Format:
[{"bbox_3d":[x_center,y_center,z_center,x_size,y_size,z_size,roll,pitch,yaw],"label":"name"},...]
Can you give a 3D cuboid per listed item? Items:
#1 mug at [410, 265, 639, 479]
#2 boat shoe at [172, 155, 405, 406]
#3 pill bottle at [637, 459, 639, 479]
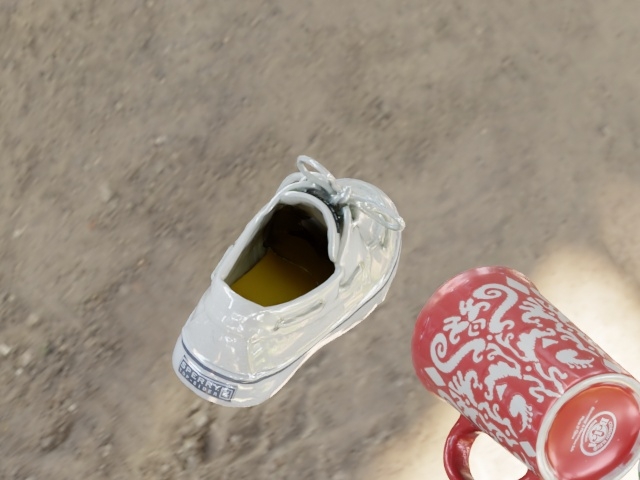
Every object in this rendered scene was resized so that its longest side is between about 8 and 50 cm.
[{"bbox_3d":[0.152,0.116,1.190,0.113,0.169,0.150,-16,115,-18],"label":"mug"},{"bbox_3d":[-0.008,-0.004,1.514,0.136,0.156,0.367,31,34,13],"label":"boat shoe"},{"bbox_3d":[0.319,0.268,1.344,0.117,0.117,0.208,10,64,-24],"label":"pill bottle"}]
